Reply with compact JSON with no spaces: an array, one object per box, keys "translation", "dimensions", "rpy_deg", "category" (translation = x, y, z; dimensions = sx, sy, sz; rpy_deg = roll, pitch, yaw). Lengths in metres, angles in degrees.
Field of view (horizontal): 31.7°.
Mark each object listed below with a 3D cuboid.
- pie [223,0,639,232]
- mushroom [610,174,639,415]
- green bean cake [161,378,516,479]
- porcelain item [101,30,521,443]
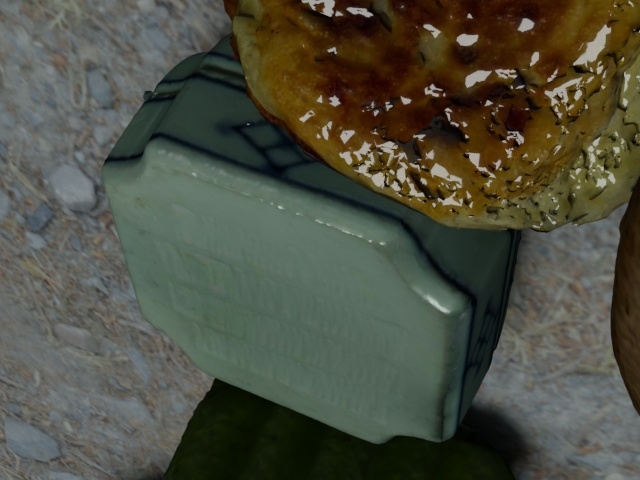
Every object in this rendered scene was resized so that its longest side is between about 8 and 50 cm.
[{"translation":[0.076,-0.154,0.625],"dimensions":[0.308,0.085,0.308],"rpy_deg":[5,103,20],"category":"pie"},{"translation":[0.341,0.042,0.532],"dimensions":[0.356,0.331,0.334],"rpy_deg":[50,128,49],"category":"mushroom"},{"translation":[0.019,0.283,1.066],"dimensions":[0.319,0.218,0.335],"rpy_deg":[19,143,8],"category":"green bean cake"},{"translation":[0.000,0.000,0.826],"dimensions":[0.285,0.157,0.281],"rpy_deg":[19,146,18],"category":"porcelain item"}]
